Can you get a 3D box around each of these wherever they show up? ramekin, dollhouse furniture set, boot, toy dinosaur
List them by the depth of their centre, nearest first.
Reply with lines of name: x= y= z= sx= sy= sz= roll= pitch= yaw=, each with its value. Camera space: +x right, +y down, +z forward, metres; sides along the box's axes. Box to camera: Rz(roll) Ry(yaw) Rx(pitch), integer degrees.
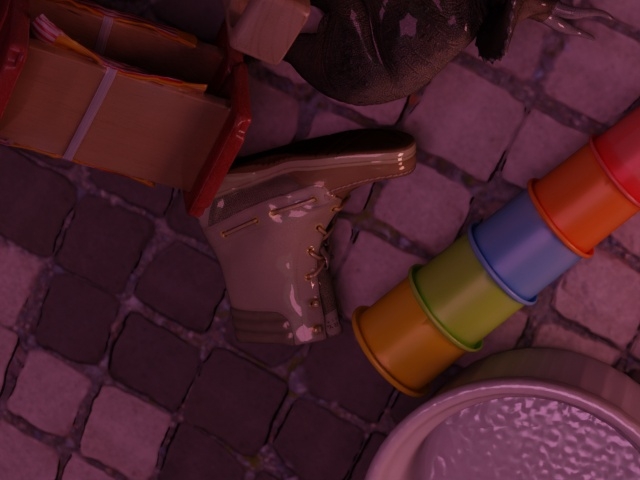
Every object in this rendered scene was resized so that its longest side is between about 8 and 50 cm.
dollhouse furniture set: x=-0.112 y=-0.214 z=1.281 sx=0.201 sy=0.152 sz=0.374 roll=17 pitch=125 yaw=-22
toy dinosaur: x=0.053 y=-0.176 z=1.333 sx=0.313 sy=0.121 sz=0.160 roll=-25 pitch=85 yaw=18
ramekin: x=0.180 y=0.223 z=1.408 sx=0.277 sy=0.135 sz=0.277 roll=5 pitch=108 yaw=15
boot: x=0.000 y=0.000 z=1.426 sx=0.213 sy=0.077 sz=0.165 roll=-11 pitch=102 yaw=25

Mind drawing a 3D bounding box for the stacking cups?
stacking cups: x=0.165 y=-0.003 z=1.367 sx=0.316 sy=0.096 sz=0.096 roll=-43 pitch=91 yaw=22
